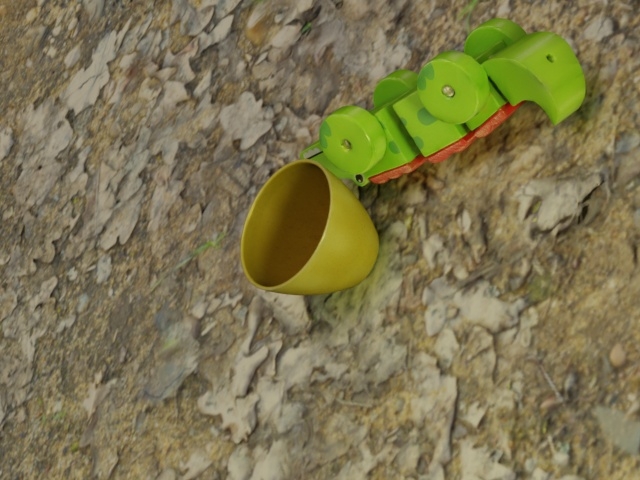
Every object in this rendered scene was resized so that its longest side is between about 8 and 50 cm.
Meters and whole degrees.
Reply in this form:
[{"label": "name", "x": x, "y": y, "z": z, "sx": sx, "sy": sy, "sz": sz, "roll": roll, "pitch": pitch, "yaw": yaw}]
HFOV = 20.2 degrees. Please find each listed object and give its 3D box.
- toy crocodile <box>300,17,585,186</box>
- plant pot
[{"label": "toy crocodile", "x": 0.108, "y": -0.118, "z": 1.704, "sx": 0.340, "sy": 0.105, "sz": 0.115, "roll": -24, "pitch": 9, "yaw": 44}, {"label": "plant pot", "x": 0.000, "y": 0.000, "z": 1.750, "sx": 0.134, "sy": 0.095, "sz": 0.134, "roll": -29, "pitch": 49, "yaw": 39}]
